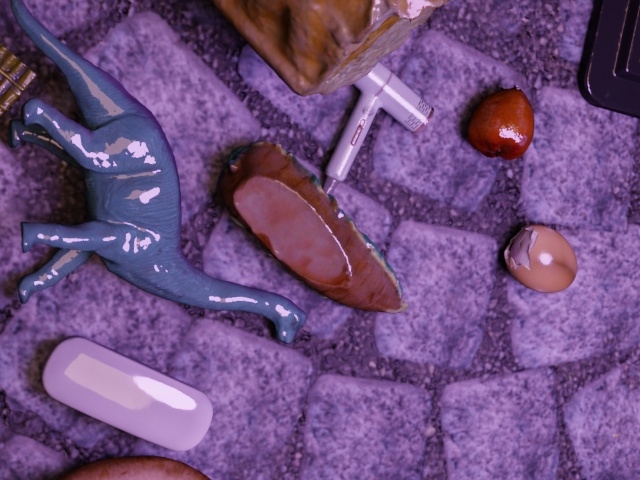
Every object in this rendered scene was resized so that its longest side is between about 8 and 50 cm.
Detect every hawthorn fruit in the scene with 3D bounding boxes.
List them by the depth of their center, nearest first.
[{"bbox_3d":[0.224,-0.149,1.175,0.081,0.081,0.093,19,79,-18],"label":"hawthorn fruit"}]

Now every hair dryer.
[{"bbox_3d":[0.024,-0.132,1.131,0.155,0.044,0.183,38,85,-14],"label":"hair dryer"}]

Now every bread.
[{"bbox_3d":[-0.010,-0.280,0.989,0.252,0.238,0.196,51,50,-1],"label":"bread"}]

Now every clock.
[{"bbox_3d":[0.486,-0.286,1.264,0.279,0.049,0.273,11,91,-18],"label":"clock"}]

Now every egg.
[{"bbox_3d":[0.280,0.026,1.202,0.096,0.080,0.080,28,85,-16],"label":"egg"}]

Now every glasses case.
[{"bbox_3d":[-0.212,0.171,1.067,0.197,0.049,0.076,27,84,-18],"label":"glasses case"}]

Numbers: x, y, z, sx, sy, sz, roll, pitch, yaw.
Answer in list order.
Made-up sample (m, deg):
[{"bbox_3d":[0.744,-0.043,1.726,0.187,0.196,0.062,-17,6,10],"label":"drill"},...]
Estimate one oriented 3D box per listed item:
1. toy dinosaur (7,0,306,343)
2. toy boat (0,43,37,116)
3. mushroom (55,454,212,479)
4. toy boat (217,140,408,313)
[{"bbox_3d":[-0.163,-0.064,1.048,0.331,0.129,0.383,-2,100,-24],"label":"toy dinosaur"},{"bbox_3d":[-0.360,-0.153,1.015,0.063,0.016,0.115,40,81,-17],"label":"toy boat"},{"bbox_3d":[-0.190,0.363,1.020,0.278,0.146,0.278,10,63,-20],"label":"mushroom"},{"bbox_3d":[0.002,0.006,1.104,0.293,0.099,0.108,43,108,-15],"label":"toy boat"}]
